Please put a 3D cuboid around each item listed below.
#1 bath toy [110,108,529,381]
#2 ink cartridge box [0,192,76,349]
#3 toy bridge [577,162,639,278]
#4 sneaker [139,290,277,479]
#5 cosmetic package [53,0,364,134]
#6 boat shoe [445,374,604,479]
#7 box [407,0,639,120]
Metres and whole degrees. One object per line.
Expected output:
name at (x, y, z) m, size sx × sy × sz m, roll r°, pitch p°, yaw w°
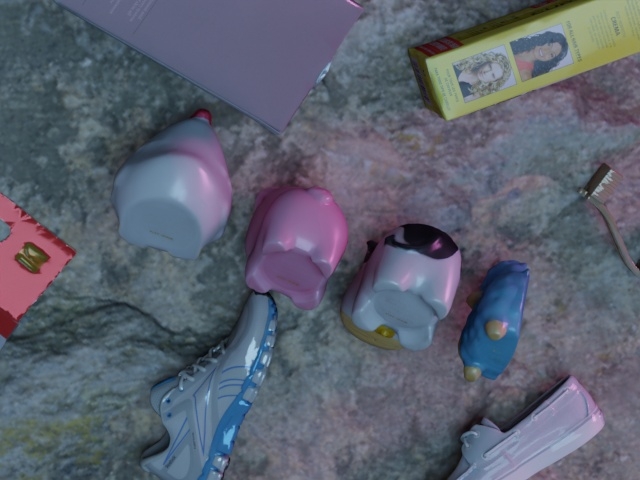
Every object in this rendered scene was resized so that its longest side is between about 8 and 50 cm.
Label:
bath toy at (0.000, 0.000, 1.598) m, size 0.348 × 0.129 × 0.151 m, roll 23°, pitch 141°, yaw -9°
ink cartridge box at (-0.335, 0.047, 1.594) m, size 0.181 × 0.056 × 0.224 m, roll 40°, pitch 96°, yaw -15°
toy bridge at (0.294, 0.008, 1.695) m, size 0.188 × 0.026 × 0.063 m, roll 34°, pitch 97°, yaw -14°
sneaker at (-0.096, 0.123, 1.642) m, size 0.083 × 0.071 × 0.190 m, roll 22°, pitch 99°, yaw -7°
cosmetic package at (-0.098, -0.194, 1.507) m, size 0.238 × 0.107 × 0.127 m, roll 31°, pitch 98°, yaw -41°
boat shoe at (0.155, 0.180, 1.698) m, size 0.184 × 0.066 × 0.063 m, roll -31°, pitch 92°, yaw 2°
box at (0.193, -0.165, 1.608) m, size 0.232 × 0.087 × 0.058 m, roll -20°, pitch 103°, yaw -2°
